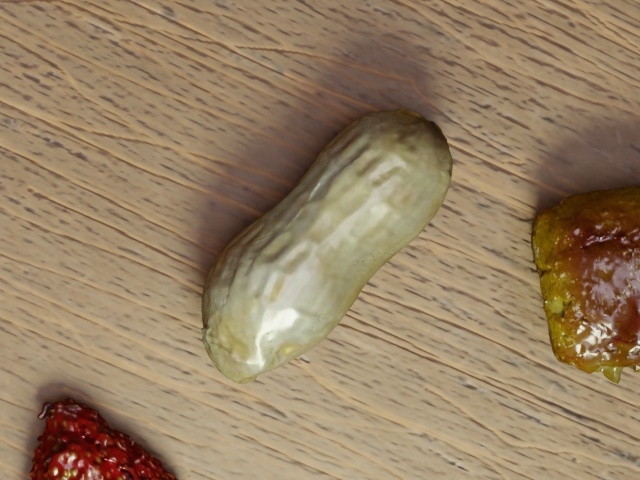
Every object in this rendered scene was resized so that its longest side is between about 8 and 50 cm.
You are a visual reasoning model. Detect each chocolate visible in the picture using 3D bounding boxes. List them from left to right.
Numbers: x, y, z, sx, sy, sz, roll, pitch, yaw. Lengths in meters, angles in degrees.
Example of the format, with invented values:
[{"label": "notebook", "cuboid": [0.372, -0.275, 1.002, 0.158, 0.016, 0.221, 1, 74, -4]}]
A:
[{"label": "chocolate", "cuboid": [0.000, 0.000, 1.449, 0.134, 0.134, 0.309, 41, 88, -11]}]

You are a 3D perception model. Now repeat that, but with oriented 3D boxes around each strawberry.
[{"label": "strawberry", "cuboid": [-0.193, 0.264, 1.466, 0.174, 0.098, 0.228, -5, 99, -9]}]

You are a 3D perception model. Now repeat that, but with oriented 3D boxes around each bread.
[{"label": "bread", "cuboid": [0.397, 0.019, 1.482, 0.380, 0.109, 0.185, -12, 79, 1]}]
